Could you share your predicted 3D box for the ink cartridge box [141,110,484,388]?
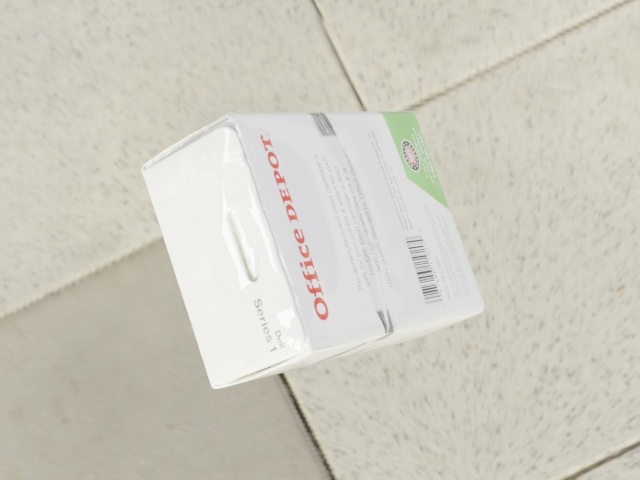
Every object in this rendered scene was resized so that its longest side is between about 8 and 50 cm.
[{"bbox_3d":[0.000,0.000,0.934,0.093,0.219,0.160,-25,79,35],"label":"ink cartridge box"}]
